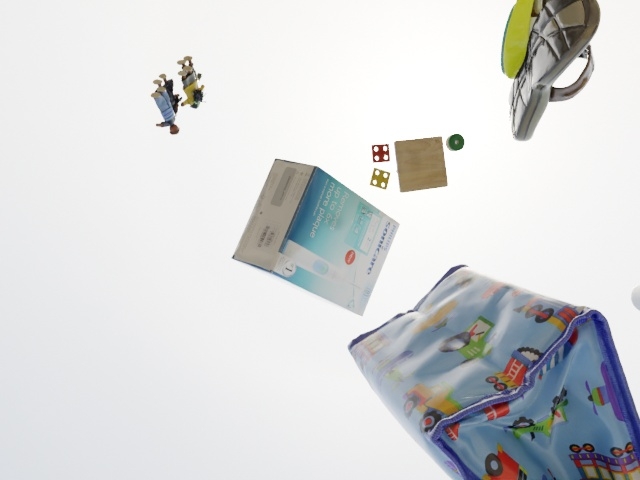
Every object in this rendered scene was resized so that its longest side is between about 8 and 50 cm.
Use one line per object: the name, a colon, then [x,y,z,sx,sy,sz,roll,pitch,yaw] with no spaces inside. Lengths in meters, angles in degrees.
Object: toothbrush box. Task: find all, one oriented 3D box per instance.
toothbrush box: [0.000,0.000,1.377,0.126,0.295,0.216,17,-100,42]

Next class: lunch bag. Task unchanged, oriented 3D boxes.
lunch bag: [0.172,0.184,0.539,0.138,0.293,0.221,-35,-169,-5]

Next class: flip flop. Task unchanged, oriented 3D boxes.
flip flop: [0.321,-0.227,0.938,0.080,0.277,0.112,4,-116,2]

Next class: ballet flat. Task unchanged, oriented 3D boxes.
ballet flat: [0.313,-0.340,0.980,0.077,0.231,0.077,24,-153,39]

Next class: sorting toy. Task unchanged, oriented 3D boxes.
sorting toy: [0.242,-0.193,1.769,0.274,0.132,0.046,-9,-176,-16]

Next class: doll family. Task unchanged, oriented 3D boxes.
doll family: [-0.315,-0.319,1.550,0.076,0.111,0.193,26,-124,30]

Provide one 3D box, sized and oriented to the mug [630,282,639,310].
mug: [0.650,0.105,1.342,0.078,0.064,0.062,-24,-101,4]
